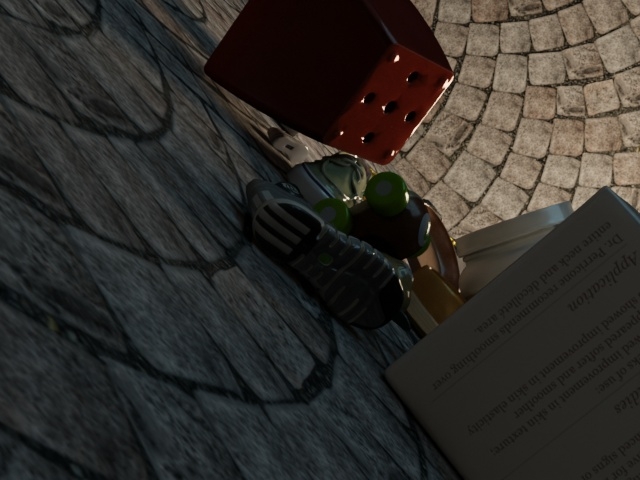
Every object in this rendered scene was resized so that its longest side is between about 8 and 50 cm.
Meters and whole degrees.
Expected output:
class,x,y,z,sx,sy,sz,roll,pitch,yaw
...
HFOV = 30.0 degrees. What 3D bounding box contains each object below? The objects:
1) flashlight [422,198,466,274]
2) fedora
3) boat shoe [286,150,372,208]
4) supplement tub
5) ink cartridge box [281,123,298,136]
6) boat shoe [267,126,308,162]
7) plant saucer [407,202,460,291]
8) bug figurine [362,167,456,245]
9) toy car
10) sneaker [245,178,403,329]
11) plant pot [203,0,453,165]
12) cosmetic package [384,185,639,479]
class,x,y,z,sx,sy,sz,roll,pitch,yaw
flashlight,0.264,-0.003,2.660,0.103,0.103,0.304,45,11,-26
fedora,0.176,0.100,1.823,0.194,0.079,0.194,49,9,-10
boat shoe,0.020,-0.093,1.804,0.109,0.094,0.302,49,8,-4
supplement tub,0.351,0.116,1.871,0.228,0.228,0.316,3,69,-79
ink cartridge box,0.008,-0.280,2.245,0.066,0.189,0.232,50,8,-3
boat shoe,-0.054,-0.156,1.912,0.100,0.035,0.035,25,28,-56
plant saucer,0.205,0.023,2.275,0.198,0.036,0.198,41,39,-43
bug figurine,0.161,-0.049,2.431,0.279,0.072,0.216,34,11,-48
toy car,0.086,0.041,1.465,0.155,0.149,0.188,56,10,-60
sneaker,0.000,0.000,1.338,0.229,0.086,0.132,43,9,-35
plant pot,0.036,-0.264,1.811,0.267,0.267,0.236,15,28,-52
cosmetic package,0.345,0.195,1.374,0.393,0.329,0.327,52,13,13
